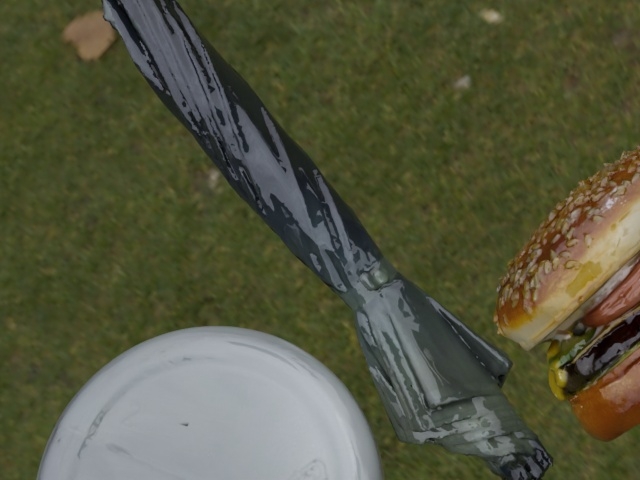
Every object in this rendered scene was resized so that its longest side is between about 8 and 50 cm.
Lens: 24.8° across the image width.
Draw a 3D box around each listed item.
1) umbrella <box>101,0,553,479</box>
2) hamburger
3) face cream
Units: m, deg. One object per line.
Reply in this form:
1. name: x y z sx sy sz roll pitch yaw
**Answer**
1. umbrella: 0.003 -0.002 0.393 0.269 0.044 0.044 54 132 5
2. hamburger: 0.316 0.044 1.473 0.291 0.291 0.225 -43 83 3
3. face cream: -0.057 0.172 0.886 0.201 0.187 0.201 -2 68 4
